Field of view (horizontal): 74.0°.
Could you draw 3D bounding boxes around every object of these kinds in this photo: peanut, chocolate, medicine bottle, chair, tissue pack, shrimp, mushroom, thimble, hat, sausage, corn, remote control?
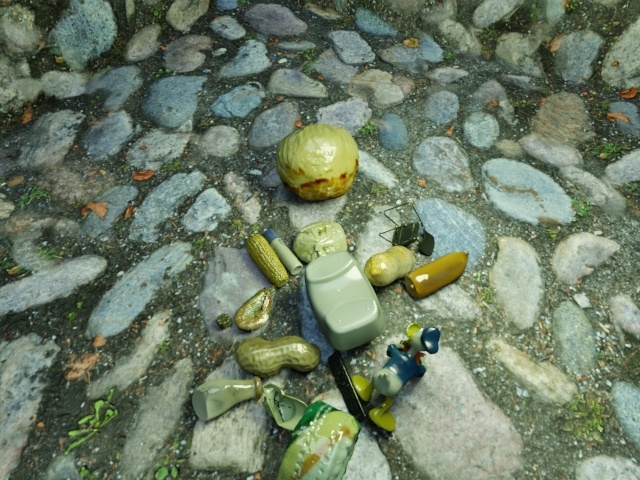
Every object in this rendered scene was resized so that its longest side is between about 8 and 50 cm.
[{"bbox_3d":[-0.147,0.398,1.463,0.297,0.120,0.136,-2,76,-4],"label":"peanut"},{"bbox_3d":[0.269,0.097,1.649,0.134,0.134,0.309,38,30,25],"label":"chocolate"},{"bbox_3d":[-0.161,0.044,1.772,0.059,0.059,0.231,-28,58,-21],"label":"medicine bottle"},{"bbox_3d":[0.374,-0.029,1.817,0.145,0.221,0.140,-19,39,40],"label":"chair"},{"bbox_3d":[0.082,0.225,1.536,0.229,0.236,0.333,-22,55,-6],"label":"tissue pack"},{"bbox_3d":[-0.234,0.255,1.614,0.115,0.051,0.217,32,57,14],"label":"shrimp"},{"bbox_3d":[-0.306,0.504,1.400,0.224,0.093,0.116,-15,76,-23],"label":"mushroom"},{"bbox_3d":[-0.007,0.617,1.209,0.167,0.254,0.288,21,68,18],"label":"thimble"},{"bbox_3d":[-0.109,0.528,1.361,0.165,0.081,0.123,5,85,25],"label":"hat"},{"bbox_3d":[0.486,0.122,1.696,0.328,0.112,0.112,-24,56,-18],"label":"sausage"},{"bbox_3d":[-0.217,0.078,1.727,0.091,0.091,0.260,-30,60,-19],"label":"corn"},{"bbox_3d":[0.087,0.492,1.435,0.025,0.063,0.245,15,39,-44],"label":"remote control"}]

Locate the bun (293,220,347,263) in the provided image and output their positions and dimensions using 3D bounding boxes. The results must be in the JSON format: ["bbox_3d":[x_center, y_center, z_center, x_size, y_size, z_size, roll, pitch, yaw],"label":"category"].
[{"bbox_3d":[0.000,0.000,1.760,0.229,0.145,0.230,-1,55,1],"label":"bun"}]

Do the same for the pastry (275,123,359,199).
[{"bbox_3d":[-0.009,-0.330,1.887,0.387,0.388,0.313,-7,84,-7],"label":"pastry"}]

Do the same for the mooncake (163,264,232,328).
[{"bbox_3d":[-0.474,0.220,1.641,0.346,0.057,0.150,23,42,8],"label":"mooncake"}]

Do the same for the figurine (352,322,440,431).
[{"bbox_3d":[0.293,0.404,1.388,0.204,0.338,0.283,44,29,21],"label":"figurine"}]
